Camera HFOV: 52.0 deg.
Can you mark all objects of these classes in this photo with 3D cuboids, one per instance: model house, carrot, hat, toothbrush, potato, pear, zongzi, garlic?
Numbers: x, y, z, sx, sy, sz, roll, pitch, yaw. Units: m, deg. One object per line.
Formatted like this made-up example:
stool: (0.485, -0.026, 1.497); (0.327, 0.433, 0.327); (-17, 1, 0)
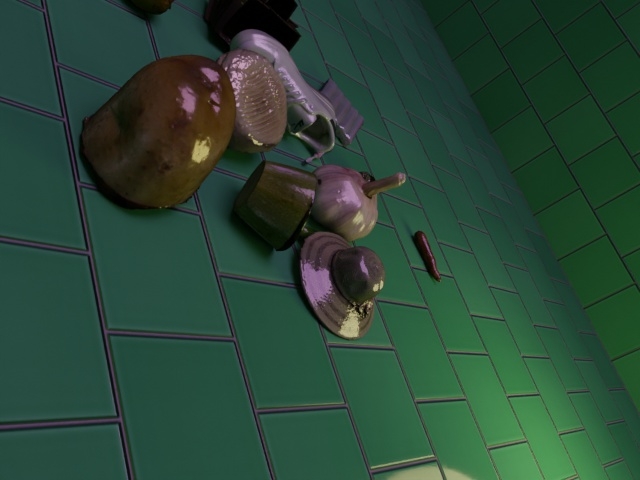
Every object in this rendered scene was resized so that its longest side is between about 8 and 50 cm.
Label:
model house: (-0.165, -0.586, 1.667); (0.211, 0.204, 0.243); (32, 19, -36)
carrot: (0.306, 0.045, 1.863); (0.035, 0.035, 0.165); (7, 57, -54)
hat: (0.076, 0.073, 1.369); (0.252, 0.110, 0.252); (31, 46, -39)
toothbrush: (-0.002, -0.223, 1.687); (0.017, 0.022, 0.204); (62, 27, -8)
potato: (-0.247, -0.199, 1.102); (0.242, 0.242, 0.285); (54, 31, -3)
pear: (-0.366, -0.543, 1.392); (0.131, 0.107, 0.107); (52, 28, -26)
zongzi: (0.128, -0.112, 1.763); (0.154, 0.062, 0.131); (9, 72, -72)
garlic: (0.090, -0.111, 1.502); (0.199, 0.226, 0.199); (37, 38, -36)

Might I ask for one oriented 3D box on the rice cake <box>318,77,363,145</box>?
rice cake: (0.053, -0.379, 1.916); (0.189, 0.037, 0.198); (51, 29, -7)

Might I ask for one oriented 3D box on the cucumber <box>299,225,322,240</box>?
cucumber: (0.000, 0.000, 1.444); (0.155, 0.037, 0.037); (19, 45, -48)

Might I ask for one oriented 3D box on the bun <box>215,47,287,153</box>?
bun: (-0.171, -0.286, 1.381); (0.220, 0.134, 0.221); (5, 84, -56)

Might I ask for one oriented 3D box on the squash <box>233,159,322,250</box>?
squash: (-0.086, -0.079, 1.278); (0.122, 0.170, 0.170); (31, 35, -17)

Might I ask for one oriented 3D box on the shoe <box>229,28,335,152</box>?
shoe: (-0.081, -0.343, 1.585); (0.363, 0.131, 0.160); (36, 32, -44)
